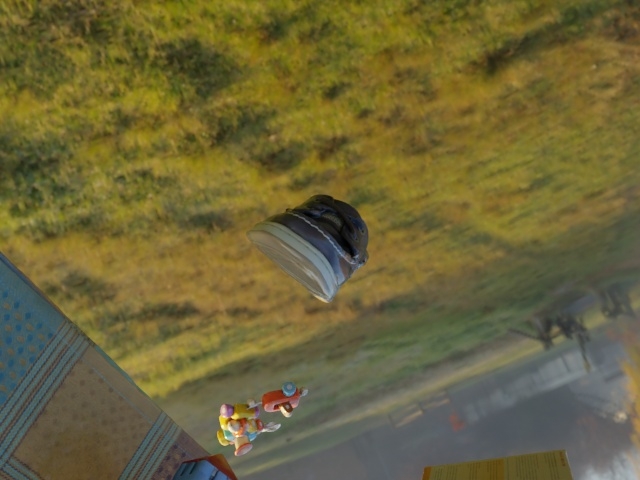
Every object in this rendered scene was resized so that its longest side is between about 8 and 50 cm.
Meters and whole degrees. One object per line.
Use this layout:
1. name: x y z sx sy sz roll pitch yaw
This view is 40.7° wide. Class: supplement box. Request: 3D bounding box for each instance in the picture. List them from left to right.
1. supplement box: 0.116 0.168 0.561 0.098 0.036 0.062 -11 -177 13

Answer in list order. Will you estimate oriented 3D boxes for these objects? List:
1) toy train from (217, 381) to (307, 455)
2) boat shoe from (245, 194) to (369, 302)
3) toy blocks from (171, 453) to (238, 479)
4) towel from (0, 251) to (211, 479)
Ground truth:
1. toy train: -0.085 0.265 1.248 0.125 0.046 0.166 -6 147 -20
2. boat shoe: 0.000 0.000 0.850 0.092 0.103 0.285 -51 171 -3
3. toy blocks: -0.075 0.383 0.812 0.190 0.381 0.261 -26 -152 49
4. towel: -0.290 0.214 0.830 0.040 0.370 0.271 -2 -135 48
